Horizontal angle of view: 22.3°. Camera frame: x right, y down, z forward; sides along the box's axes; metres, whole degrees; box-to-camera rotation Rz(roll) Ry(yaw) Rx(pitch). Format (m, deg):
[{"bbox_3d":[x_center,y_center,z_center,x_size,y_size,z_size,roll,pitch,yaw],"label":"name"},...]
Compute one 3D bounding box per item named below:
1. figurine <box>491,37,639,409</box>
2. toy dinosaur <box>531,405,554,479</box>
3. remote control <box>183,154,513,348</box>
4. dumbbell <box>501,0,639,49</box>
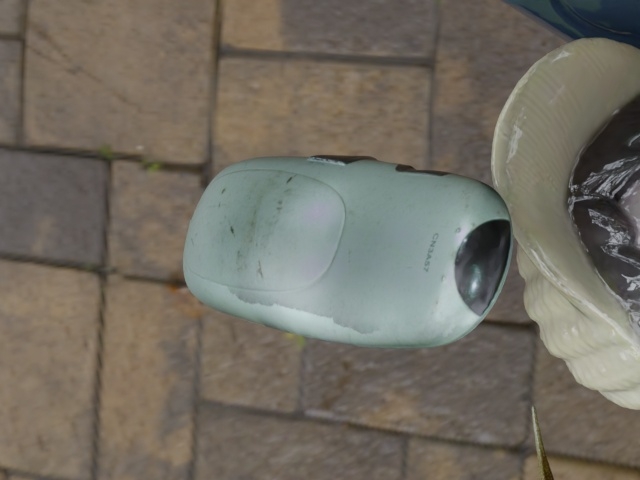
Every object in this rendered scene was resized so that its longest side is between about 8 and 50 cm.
[{"bbox_3d":[0.248,0.003,0.779,0.332,0.185,0.204,10,137,33],"label":"figurine"},{"bbox_3d":[0.168,0.194,1.054,0.037,0.058,0.180,-26,51,-4],"label":"toy dinosaur"},{"bbox_3d":[0.002,0.001,0.809,0.256,0.045,0.097,4,76,52],"label":"remote control"},{"bbox_3d":[0.191,-0.255,0.883,0.144,0.160,0.325,-34,33,55],"label":"dumbbell"}]
